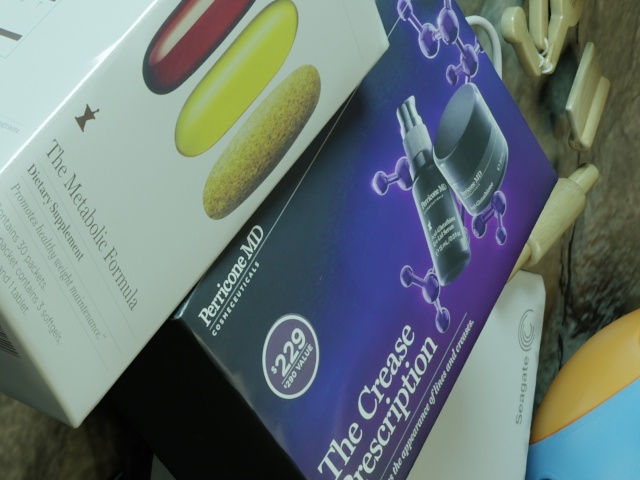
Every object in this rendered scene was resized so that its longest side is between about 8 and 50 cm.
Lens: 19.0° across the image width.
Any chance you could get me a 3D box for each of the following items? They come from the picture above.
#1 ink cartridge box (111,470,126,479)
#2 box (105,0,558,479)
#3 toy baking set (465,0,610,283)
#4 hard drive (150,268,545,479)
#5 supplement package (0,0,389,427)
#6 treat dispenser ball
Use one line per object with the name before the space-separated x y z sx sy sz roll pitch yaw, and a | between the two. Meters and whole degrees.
ink cartridge box | -0.176 0.285 0.984 0.332 0.065 0.165 -44 138 -35
box | 0.000 0.000 0.972 0.184 0.103 0.261 53 52 -32
toy baking set | 0.124 -0.075 1.226 0.256 0.030 0.197 -47 131 -47
hard drive | 0.027 0.115 1.154 0.353 0.047 0.233 13 84 -56
supplement package | -0.101 -0.068 0.835 0.244 0.134 0.139 -52 143 -24
treat dispenser ball | 0.288 0.181 1.379 0.288 0.288 0.288 -30 130 -44
